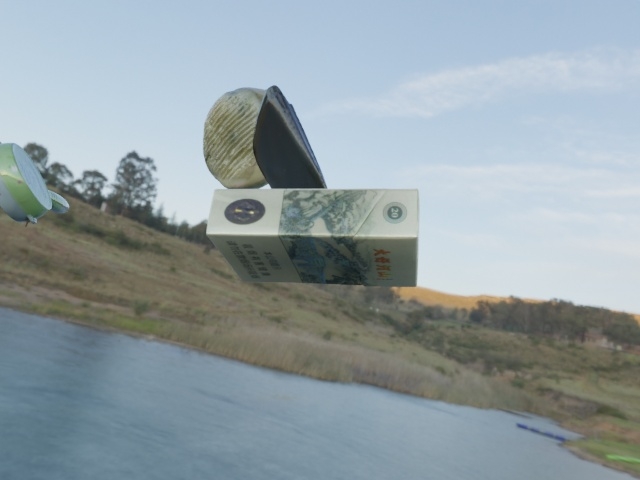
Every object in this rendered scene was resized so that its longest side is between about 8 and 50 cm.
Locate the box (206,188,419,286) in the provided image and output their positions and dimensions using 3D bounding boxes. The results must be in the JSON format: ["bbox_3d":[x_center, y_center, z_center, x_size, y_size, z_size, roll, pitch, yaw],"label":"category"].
[{"bbox_3d":[0.000,0.000,0.709,0.256,0.069,0.164,1,-25,10],"label":"box"}]

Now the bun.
[{"bbox_3d":[-0.144,-0.207,1.108,0.116,0.210,0.237,4,43,-50],"label":"bun"}]

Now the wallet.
[{"bbox_3d":[-0.041,-0.109,0.870,0.052,0.245,0.169,-16,-25,-23],"label":"wallet"}]

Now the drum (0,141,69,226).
[{"bbox_3d":[-0.461,-0.093,0.850,0.049,0.130,0.253,-25,13,-11],"label":"drum"}]
